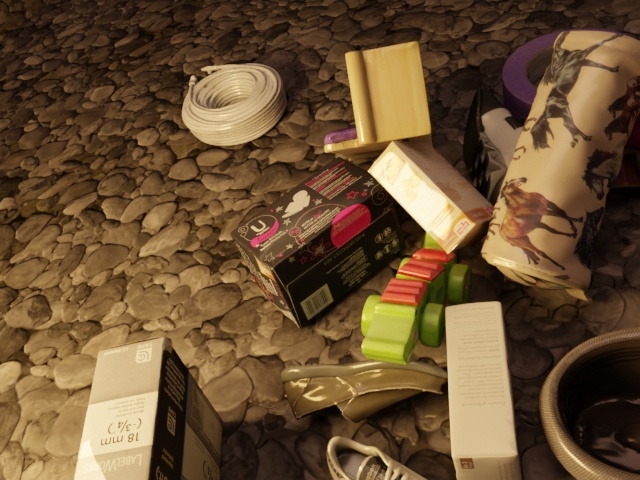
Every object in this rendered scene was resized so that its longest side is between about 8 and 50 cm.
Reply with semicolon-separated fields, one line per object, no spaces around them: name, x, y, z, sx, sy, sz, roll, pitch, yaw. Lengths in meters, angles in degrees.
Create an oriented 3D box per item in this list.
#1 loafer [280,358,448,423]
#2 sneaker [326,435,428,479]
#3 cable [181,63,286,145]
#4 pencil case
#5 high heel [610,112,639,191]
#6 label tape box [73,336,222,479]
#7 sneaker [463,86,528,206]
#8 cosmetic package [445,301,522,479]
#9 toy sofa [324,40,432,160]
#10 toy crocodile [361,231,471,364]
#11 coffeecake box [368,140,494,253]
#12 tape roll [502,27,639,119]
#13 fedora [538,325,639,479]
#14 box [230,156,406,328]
loafer;0.065;0.222;0.954;0.251;0.094;0.087;-8;74;19
sneaker;0.104;0.328;0.821;0.235;0.095;0.090;19;55;31
cable;-0.209;-0.329;1.572;0.257;0.089;0.257;-2;48;17
pencil case;0.385;-0.121;0.990;0.160;0.183;0.410;12;80;57
high heel;0.583;-0.192;1.008;0.377;0.127;0.181;-10;85;41
label tape box;-0.212;0.331;0.827;0.106;0.240;0.333;-12;46;6
sneaker;0.351;-0.167;1.210;0.146;0.122;0.330;4;46;-1
cosmetic package;0.219;0.208;0.879;0.085;0.117;0.231;-8;46;14
toy sofa;0.108;-0.237;1.181;0.177;0.150;0.362;-7;3;11
toy crocodile;0.150;0.076;1.000;0.115;0.105;0.340;8;28;27
coffeecake box;0.188;-0.075;1.050;0.185;0.142;0.068;48;118;18
tape roll;0.506;-0.310;1.295;0.275;0.090;0.274;-10;44;10
fedora;0.412;0.226;0.784;0.275;0.124;0.243;-9;43;24
box;0.000;0.000;1.124;0.247;0.163;0.142;-36;43;-16
